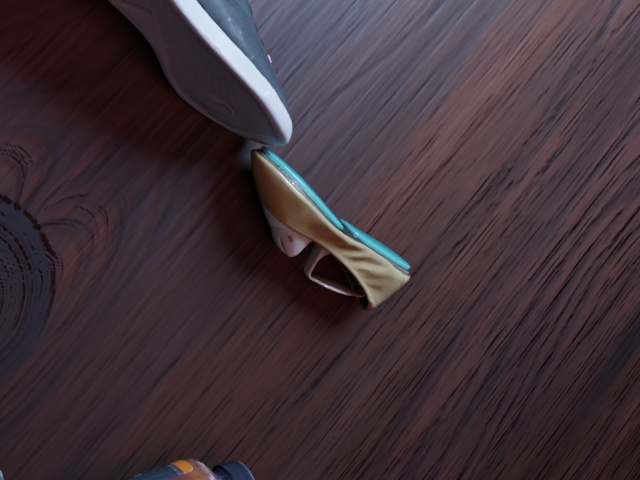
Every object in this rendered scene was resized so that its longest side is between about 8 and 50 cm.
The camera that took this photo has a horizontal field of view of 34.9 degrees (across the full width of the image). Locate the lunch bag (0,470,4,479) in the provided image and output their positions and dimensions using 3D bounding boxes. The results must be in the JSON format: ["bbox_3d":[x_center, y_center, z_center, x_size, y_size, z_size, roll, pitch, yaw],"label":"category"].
[{"bbox_3d":[-0.323,0.333,0.743,0.305,0.256,0.212,-29,145,-26],"label":"lunch bag"}]

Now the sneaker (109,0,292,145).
[{"bbox_3d":[-0.077,-0.203,0.830,0.296,0.104,0.147,51,58,-50],"label":"sneaker"}]

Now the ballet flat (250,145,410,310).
[{"bbox_3d":[0.000,0.000,0.976,0.073,0.080,0.232,-48,126,5],"label":"ballet flat"}]

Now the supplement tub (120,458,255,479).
[{"bbox_3d":[-0.153,0.264,0.928,0.198,0.106,0.106,-13,112,-31],"label":"supplement tub"}]
